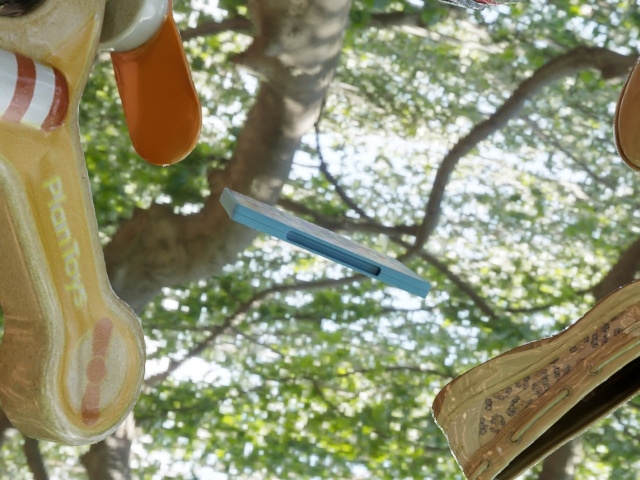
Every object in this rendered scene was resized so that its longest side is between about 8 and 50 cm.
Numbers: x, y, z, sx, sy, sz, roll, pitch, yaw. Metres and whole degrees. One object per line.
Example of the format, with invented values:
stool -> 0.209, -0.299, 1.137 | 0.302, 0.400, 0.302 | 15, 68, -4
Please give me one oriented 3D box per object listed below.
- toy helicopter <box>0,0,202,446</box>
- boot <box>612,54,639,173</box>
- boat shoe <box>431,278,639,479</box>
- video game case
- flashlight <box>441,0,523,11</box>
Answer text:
toy helicopter -> -0.141, -0.066, 0.451 | 0.235, 0.140, 0.355 | -42, 130, -54
boot -> 0.372, -0.197, 0.957 | 0.269, 0.089, 0.236 | 9, 93, -77
boat shoe -> 0.234, 0.112, 0.750 | 0.285, 0.104, 0.089 | -29, -129, 8
video game case -> 0.000, 0.000, 0.756 | 0.015, 0.166, 0.119 | -66, -167, 4
flashlight -> 0.159, -0.147, 0.451 | 0.304, 0.103, 0.103 | 35, -48, 51
